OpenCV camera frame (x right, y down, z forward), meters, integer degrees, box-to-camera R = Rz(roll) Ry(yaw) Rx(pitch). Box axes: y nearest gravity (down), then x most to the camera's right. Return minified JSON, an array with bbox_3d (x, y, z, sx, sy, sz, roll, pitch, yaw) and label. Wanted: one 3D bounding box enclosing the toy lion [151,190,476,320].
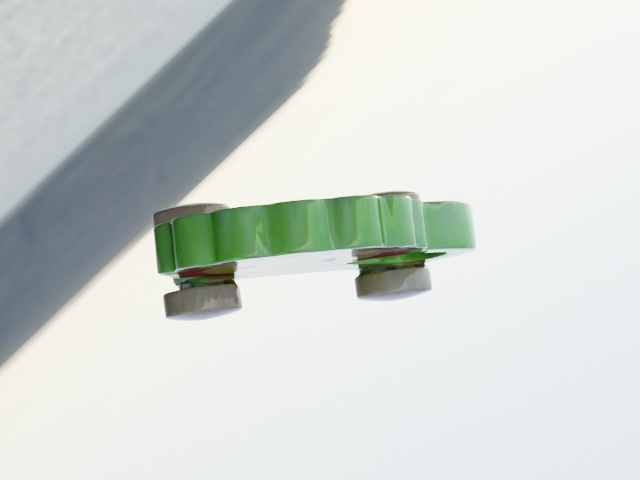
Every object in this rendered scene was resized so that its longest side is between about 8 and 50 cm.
[{"bbox_3d":[0.000,0.000,0.484,0.100,0.034,0.096,-4,175,-23],"label":"toy lion"}]
